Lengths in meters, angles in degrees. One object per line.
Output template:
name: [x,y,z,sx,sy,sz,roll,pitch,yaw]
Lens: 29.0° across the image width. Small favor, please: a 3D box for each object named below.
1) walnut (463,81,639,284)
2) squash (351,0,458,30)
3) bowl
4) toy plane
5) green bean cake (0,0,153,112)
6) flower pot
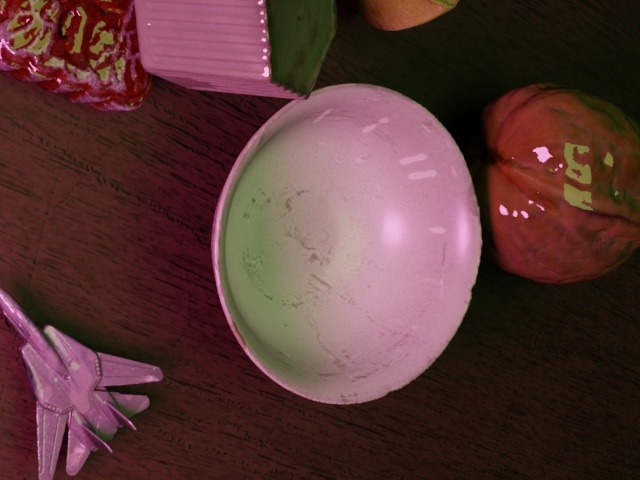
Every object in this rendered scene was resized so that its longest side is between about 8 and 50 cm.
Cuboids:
walnut: [0.373,-0.080,1.920,0.344,0.306,0.306,22,82,-30]
squash: [0.067,-0.479,1.729,0.309,0.210,0.233,51,55,-30]
bowl: [0.000,0.000,1.726,0.435,0.196,0.435,-3,95,-33]
toy plane: [-0.343,0.159,1.583,0.212,0.088,0.267,-44,107,-24]
green bean cake: [-0.304,-0.277,1.561,0.232,0.097,0.198,24,80,-32]
flower pot: [-0.102,-0.295,1.550,0.239,0.189,0.209,15,84,-66]
